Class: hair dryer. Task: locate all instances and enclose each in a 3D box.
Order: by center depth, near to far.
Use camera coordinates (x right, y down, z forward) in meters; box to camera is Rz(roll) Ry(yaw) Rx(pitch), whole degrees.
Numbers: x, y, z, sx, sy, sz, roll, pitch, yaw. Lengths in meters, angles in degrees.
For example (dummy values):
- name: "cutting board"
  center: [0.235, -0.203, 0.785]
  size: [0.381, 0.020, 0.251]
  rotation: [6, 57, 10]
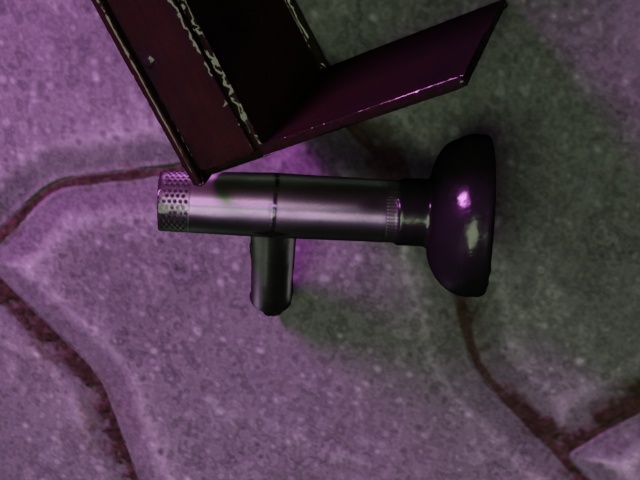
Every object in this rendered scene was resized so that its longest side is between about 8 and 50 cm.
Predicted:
- name: "hair dryer"
  center: [0.016, -0.014, 1.484]
  size: [0.320, 0.284, 0.155]
  rotation: [1, 80, 7]

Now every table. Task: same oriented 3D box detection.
- name: "table"
  center: [-0.023, -0.232, 1.318]
  size: [0.282, 0.196, 0.250]
  rotation: [-17, 111, 28]
